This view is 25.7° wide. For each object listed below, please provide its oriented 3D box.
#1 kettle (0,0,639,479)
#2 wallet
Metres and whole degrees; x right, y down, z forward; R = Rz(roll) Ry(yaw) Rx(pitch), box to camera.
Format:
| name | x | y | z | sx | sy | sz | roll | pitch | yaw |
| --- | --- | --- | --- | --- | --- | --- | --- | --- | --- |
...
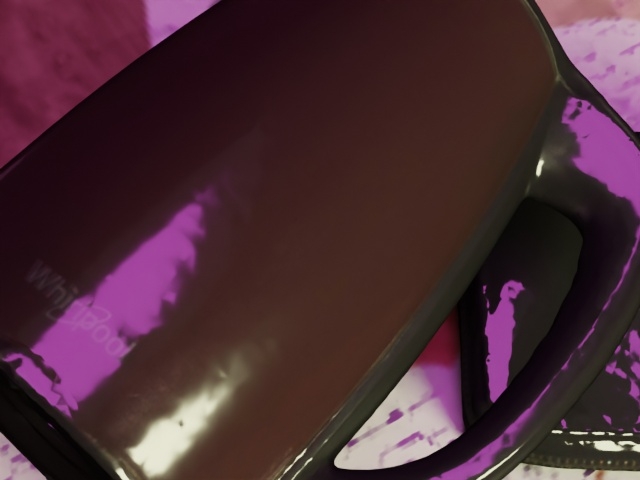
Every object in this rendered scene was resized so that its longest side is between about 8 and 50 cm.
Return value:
| name | x | y | z | sx | sy | sz | roll | pitch | yaw |
| --- | --- | --- | --- | --- | --- | --- | --- | --- | --- |
| kettle | 0.000 | 0.000 | 0.484 | 0.202 | 0.144 | 0.232 | 39 | 71 | 14 |
| wallet | 0.177 | 0.022 | 0.564 | 0.250 | 0.044 | 0.149 | 4 | 67 | -6 |
